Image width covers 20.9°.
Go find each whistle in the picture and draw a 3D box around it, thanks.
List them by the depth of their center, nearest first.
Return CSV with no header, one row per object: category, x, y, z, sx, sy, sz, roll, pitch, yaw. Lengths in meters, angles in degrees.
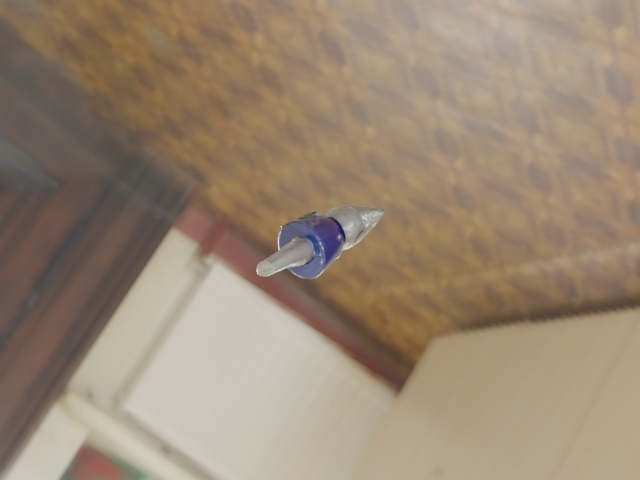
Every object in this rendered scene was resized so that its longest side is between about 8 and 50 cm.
whistle,0.000,0.000,0.827,0.033,0.083,0.029,-24,93,42
